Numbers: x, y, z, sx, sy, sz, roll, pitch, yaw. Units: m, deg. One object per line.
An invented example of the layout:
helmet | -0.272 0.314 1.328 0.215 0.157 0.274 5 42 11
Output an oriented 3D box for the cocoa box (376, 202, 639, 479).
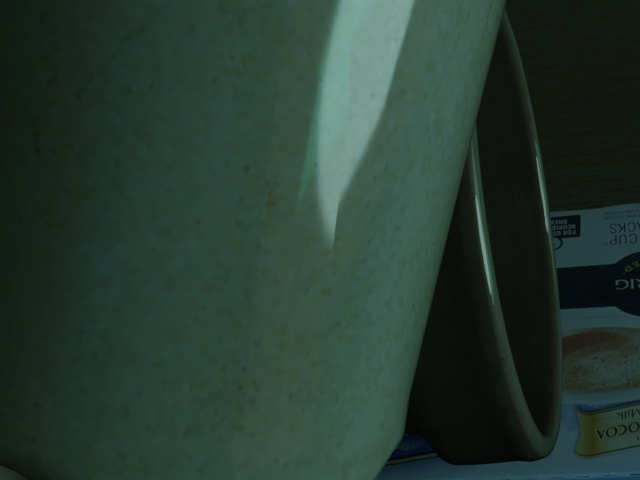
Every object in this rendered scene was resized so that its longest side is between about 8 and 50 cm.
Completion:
cocoa box | 0.110 0.140 1.087 0.228 0.347 0.231 -80 161 -45

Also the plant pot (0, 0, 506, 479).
plant pot | -0.068 -0.078 0.566 0.334 0.334 0.305 0 96 -77

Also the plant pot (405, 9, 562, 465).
plant pot | 0.000 0.000 0.911 0.263 0.229 0.263 -7 90 -74
